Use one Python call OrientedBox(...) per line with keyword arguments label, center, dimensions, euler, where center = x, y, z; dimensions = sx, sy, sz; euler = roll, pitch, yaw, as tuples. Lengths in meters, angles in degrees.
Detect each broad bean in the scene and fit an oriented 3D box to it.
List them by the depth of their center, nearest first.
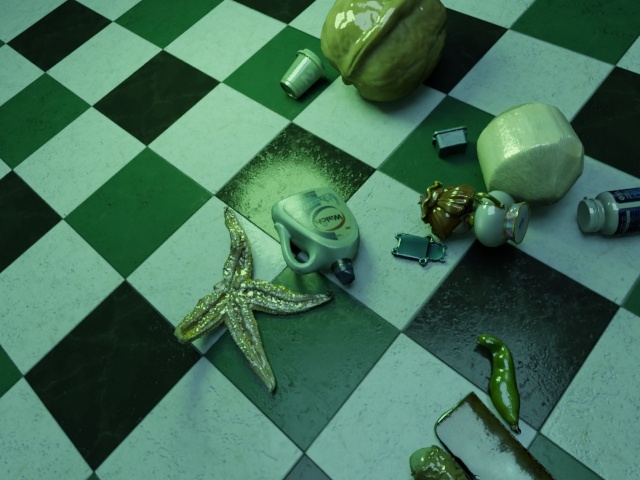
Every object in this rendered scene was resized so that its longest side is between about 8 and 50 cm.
OrientedBox(label="broad bean", center=(0.394, 0.305, 1.069), dimensions=(0.070, 0.048, 0.214), euler=(-8, 60, -1))

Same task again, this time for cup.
OrientedBox(label="cup", center=(-0.064, -0.547, 1.634), dimensions=(0.141, 0.120, 0.120), euler=(-47, 62, -6))

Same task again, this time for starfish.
OrientedBox(label="starfish", center=(-0.197, 0.142, 1.243), dimensions=(0.383, 0.132, 0.398), euler=(27, 52, 15))

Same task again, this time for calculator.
OrientedBox(label="calculator", center=(0.258, 0.021, 1.283), dimensions=(0.141, 0.019, 0.094), euler=(11, 63, 16))

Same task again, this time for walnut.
OrientedBox(label="walnut", center=(0.194, -0.612, 1.498), dimensions=(0.380, 0.381, 0.382), euler=(-5, 59, 9))

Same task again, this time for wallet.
OrientedBox(label="wallet", center=(0.352, 0.445, 1.005), dimensions=(0.137, 0.031, 0.255), euler=(-36, 59, -10))

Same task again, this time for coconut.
OrientedBox(label="coconut", center=(0.524, -0.197, 1.235), dimensions=(0.237, 0.237, 0.266), euler=(-7, 52, 7))

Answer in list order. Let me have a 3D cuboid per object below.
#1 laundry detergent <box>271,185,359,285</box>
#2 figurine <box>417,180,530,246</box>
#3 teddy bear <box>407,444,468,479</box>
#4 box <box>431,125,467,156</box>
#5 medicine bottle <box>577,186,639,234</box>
OrientedBox(label="laundry detergent", center=(0.000, 0.000, 1.292), dimensions=(0.214, 0.105, 0.281), euler=(-16, 59, -12))
OrientedBox(label="figurine", center=(0.366, -0.066, 1.219), dimensions=(0.263, 0.190, 0.142), euler=(15, 59, 37))
OrientedBox(label="teddy bear", center=(0.208, 0.545, 0.905), dimensions=(0.256, 0.156, 0.267), euler=(-36, 20, -11))
OrientedBox(label="box", center=(0.371, -0.279, 1.409), dimensions=(0.099, 0.074, 0.054), euler=(-11, 72, 5))
OrientedBox(label="medicine bottle", center=(0.731, -0.070, 1.187), dimensions=(0.191, 0.107, 0.107), euler=(-7, 59, 8))
